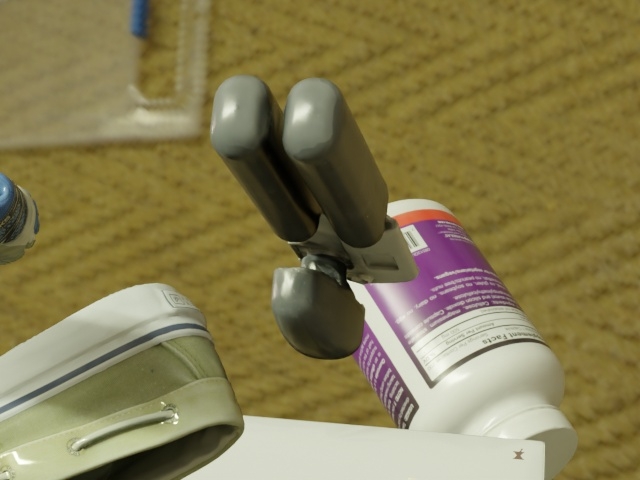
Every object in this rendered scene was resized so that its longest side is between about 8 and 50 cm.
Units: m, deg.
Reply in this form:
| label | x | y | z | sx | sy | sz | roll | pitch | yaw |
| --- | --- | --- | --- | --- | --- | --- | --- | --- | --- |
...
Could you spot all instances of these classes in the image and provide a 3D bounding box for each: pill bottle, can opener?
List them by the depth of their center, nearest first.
| label | x | y | z | sx | sy | sz | roll | pitch | yaw |
| --- | --- | --- | --- | --- | --- | --- | --- | --- | --- |
| can opener | 0.000 | 0.000 | 0.953 | 0.076 | 0.283 | 0.095 | 4 | 74 | 12 |
| pill bottle | 0.137 | 0.119 | 1.803 | 0.181 | 0.181 | 0.323 | -38 | 55 | 7 |

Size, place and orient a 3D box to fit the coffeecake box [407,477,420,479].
| label | x | y | z | sx | sy | sz | roll | pitch | yaw |
| --- | --- | --- | --- | --- | --- | --- | --- | --- | --- |
| coffeecake box | 0.085 | 0.305 | 1.335 | 0.068 | 0.142 | 0.185 | 11 | 63 | 36 |

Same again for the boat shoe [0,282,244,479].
| label | x | y | z | sx | sy | sz | roll | pitch | yaw |
| --- | --- | --- | --- | --- | --- | --- | --- | --- | --- |
| boat shoe | -0.181 | 0.135 | 0.887 | 0.302 | 0.109 | 0.094 | -34 | 59 | 1 |

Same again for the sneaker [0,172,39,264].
| label | x | y | z | sx | sy | sz | roll | pitch | yaw |
| --- | --- | --- | --- | --- | --- | --- | --- | --- | --- |
| sneaker | -0.200 | -0.023 | 0.780 | 0.135 | 0.058 | 0.052 | 2 | 71 | -2 |

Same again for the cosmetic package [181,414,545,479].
| label | x | y | z | sx | sy | sz | roll | pitch | yaw |
| --- | --- | --- | --- | --- | --- | --- | --- | --- | --- |
| cosmetic package | 0.010 | 0.297 | 1.577 | 0.377 | 0.284 | 0.097 | 4 | 38 | 6 |
